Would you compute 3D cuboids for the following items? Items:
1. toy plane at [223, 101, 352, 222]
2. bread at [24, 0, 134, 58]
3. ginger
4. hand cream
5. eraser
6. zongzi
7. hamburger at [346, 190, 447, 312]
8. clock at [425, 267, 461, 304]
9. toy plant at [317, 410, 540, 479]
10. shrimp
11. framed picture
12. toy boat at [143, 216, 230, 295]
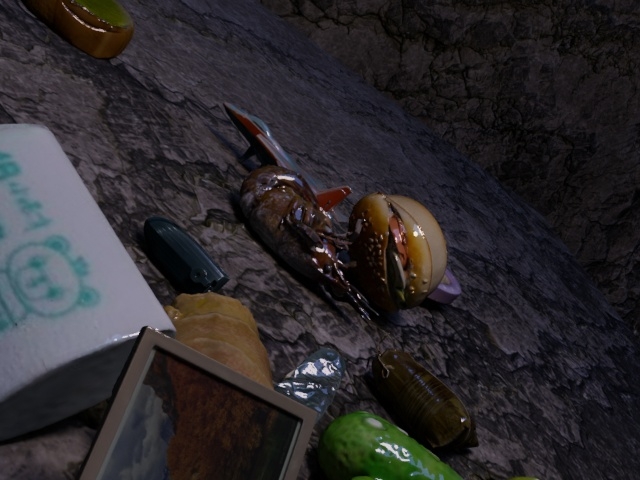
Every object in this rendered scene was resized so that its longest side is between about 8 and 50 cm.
[{"bbox_3d":[-0.079,-0.139,1.575,0.326,0.104,0.223,40,18,6],"label":"toy plane"},{"bbox_3d":[-0.452,-0.439,1.544,0.236,0.070,0.236,37,19,-15],"label":"bread"},{"bbox_3d":[-0.122,0.167,0.820,0.190,0.126,0.354,50,21,-8],"label":"ginger"},{"bbox_3d":[-0.020,0.194,1.052,0.075,0.052,0.248,43,20,6],"label":"hand cream"},{"bbox_3d":[-0.285,0.025,0.768,0.189,0.104,0.290,-20,59,-33],"label":"eraser"},{"bbox_3d":[0.164,0.245,1.273,0.187,0.084,0.184,48,6,28],"label":"zongzi"},{"bbox_3d":[0.125,0.018,1.469,0.147,0.237,0.237,-15,51,-25],"label":"hamburger"},{"bbox_3d":[0.207,0.073,1.718,0.198,0.064,0.172,36,20,-15],"label":"clock"},{"bbox_3d":[0.134,0.316,0.969,0.316,0.184,0.224,29,12,13],"label":"toy plant"},{"bbox_3d":[-0.006,0.005,1.388,0.145,0.116,0.343,-26,70,-44],"label":"shrimp"},{"bbox_3d":[-0.111,0.216,0.650,0.184,0.016,0.250,33,62,-24],"label":"framed picture"},{"bbox_3d":[-0.187,0.019,1.099,0.141,0.055,0.060,45,-3,10],"label":"toy boat"}]
